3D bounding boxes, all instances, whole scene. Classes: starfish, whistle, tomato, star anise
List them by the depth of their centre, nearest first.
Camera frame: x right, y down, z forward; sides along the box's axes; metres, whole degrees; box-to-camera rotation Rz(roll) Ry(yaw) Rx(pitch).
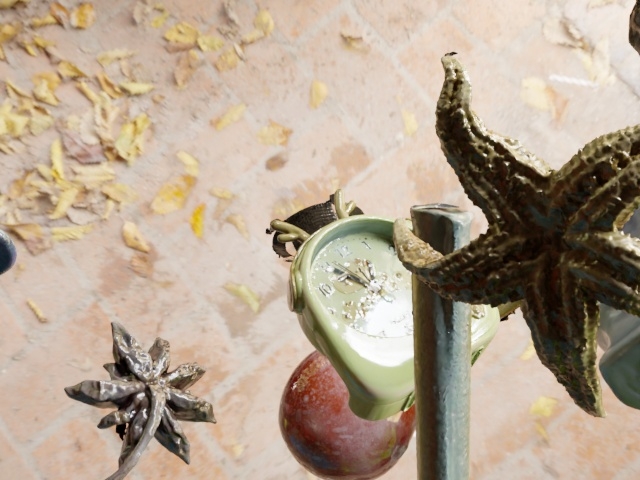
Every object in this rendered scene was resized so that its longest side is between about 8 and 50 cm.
[{"bbox_3d":[0.159,-0.002,0.534,0.236,0.062,0.277,-19,98,31],"label":"starfish"},{"bbox_3d":[0.114,0.127,0.791,0.057,0.068,0.326,0,102,8],"label":"whistle"},{"bbox_3d":[-0.238,0.224,1.130,0.209,0.089,0.231,4,57,-24],"label":"star anise"},{"bbox_3d":[0.060,0.312,1.504,0.227,0.270,0.270,34,86,32],"label":"tomato"}]

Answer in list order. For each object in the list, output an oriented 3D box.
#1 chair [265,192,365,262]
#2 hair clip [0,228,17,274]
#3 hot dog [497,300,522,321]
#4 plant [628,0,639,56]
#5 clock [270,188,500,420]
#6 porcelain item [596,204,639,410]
[{"bbox_3d":[0.000,0.000,1.437,0.174,0.213,0.149,-23,102,5],"label":"chair"},{"bbox_3d":[-0.306,-0.052,0.470,0.275,0.083,0.048,36,128,3],"label":"hair clip"},{"bbox_3d":[0.335,0.068,1.423,0.269,0.109,0.072,-38,123,1],"label":"hot dog"},{"bbox_3d":[0.459,-0.258,0.761,0.312,0.215,0.213,-8,102,-5],"label":"plant"},{"bbox_3d":[0.067,0.066,1.110,0.235,0.096,0.308,-26,63,-26],"label":"clock"},{"bbox_3d":[0.508,0.058,1.247,0.178,0.405,0.242,34,127,-8],"label":"porcelain item"}]
